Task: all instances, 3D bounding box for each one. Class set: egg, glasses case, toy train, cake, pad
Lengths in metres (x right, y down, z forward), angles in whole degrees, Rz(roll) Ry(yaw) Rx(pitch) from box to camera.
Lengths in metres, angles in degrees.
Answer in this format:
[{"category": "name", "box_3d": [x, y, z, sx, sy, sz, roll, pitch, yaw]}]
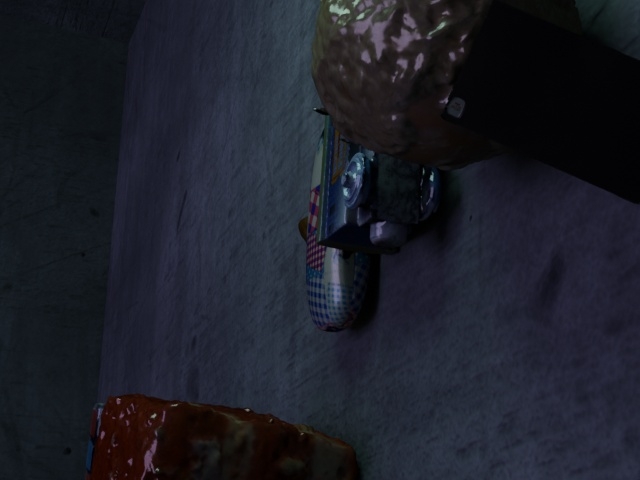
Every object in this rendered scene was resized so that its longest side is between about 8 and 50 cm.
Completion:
[{"category": "egg", "box_3d": [0.120, -0.202, 0.952, 0.310, 0.279, 0.279, -97, 23, -68]}, {"category": "glasses case", "box_3d": [0.028, -0.031, 1.349, 0.125, 0.076, 0.327, 147, 130, -64]}, {"category": "toy train", "box_3d": [0.070, -0.130, 1.194, 0.202, 0.131, 0.300, 144, 132, -71]}, {"category": "cake", "box_3d": [-0.131, 0.357, 1.262, 0.270, 0.319, 0.269, -9, 71, 62]}, {"category": "pad", "box_3d": [0.210, -0.115, 0.795, 0.004, 0.193, 0.116, -59, -8, -59]}]

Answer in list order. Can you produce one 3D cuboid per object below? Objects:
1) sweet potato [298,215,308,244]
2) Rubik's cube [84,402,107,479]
[{"category": "sweet potato", "box_3d": [0.000, 0.000, 1.448, 0.117, 0.049, 0.049, -116, 40, -50]}, {"category": "Rubik's cube", "box_3d": [-0.279, 0.433, 1.682, 0.253, 0.259, 0.256, 170, 108, -69]}]
